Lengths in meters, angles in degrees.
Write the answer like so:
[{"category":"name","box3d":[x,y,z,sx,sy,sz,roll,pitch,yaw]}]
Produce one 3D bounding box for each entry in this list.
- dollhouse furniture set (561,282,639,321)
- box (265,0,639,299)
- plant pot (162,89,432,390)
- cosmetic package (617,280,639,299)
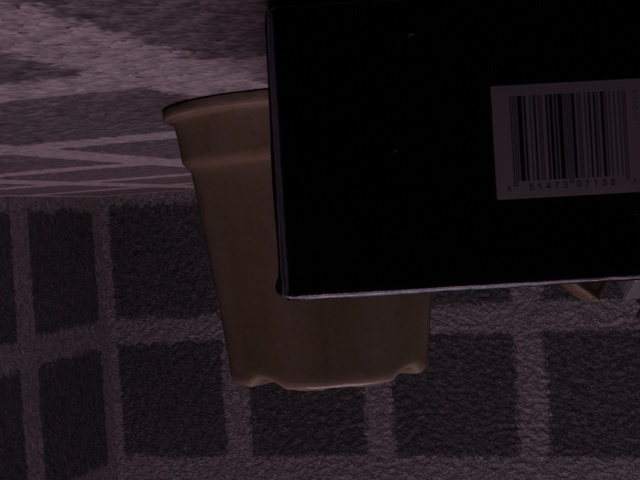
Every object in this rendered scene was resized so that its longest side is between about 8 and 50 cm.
[{"category":"dollhouse furniture set","box3d":[0.441,-0.028,1.393,0.303,0.173,0.355,34,167,-11]},{"category":"box","box3d":[0.133,-0.063,0.746,0.343,0.178,0.312,-3,180,-3]},{"category":"plant pot","box3d":[0.000,0.000,1.139,0.334,0.305,0.334,-3,-178,0]},{"category":"cosmetic package","box3d":[0.399,-0.056,1.243,0.127,0.238,0.107,-5,143,-8]}]
